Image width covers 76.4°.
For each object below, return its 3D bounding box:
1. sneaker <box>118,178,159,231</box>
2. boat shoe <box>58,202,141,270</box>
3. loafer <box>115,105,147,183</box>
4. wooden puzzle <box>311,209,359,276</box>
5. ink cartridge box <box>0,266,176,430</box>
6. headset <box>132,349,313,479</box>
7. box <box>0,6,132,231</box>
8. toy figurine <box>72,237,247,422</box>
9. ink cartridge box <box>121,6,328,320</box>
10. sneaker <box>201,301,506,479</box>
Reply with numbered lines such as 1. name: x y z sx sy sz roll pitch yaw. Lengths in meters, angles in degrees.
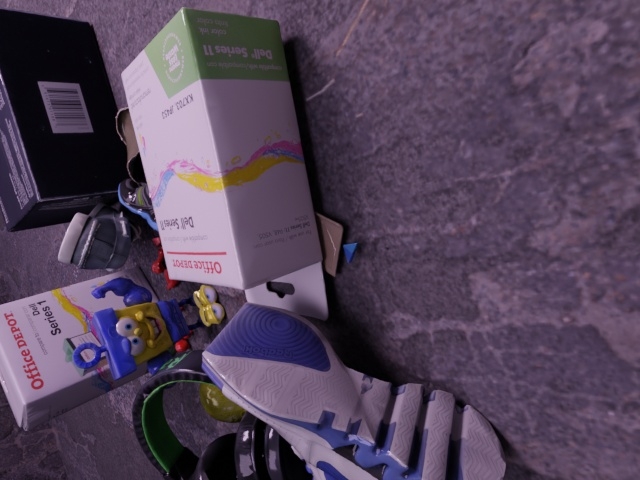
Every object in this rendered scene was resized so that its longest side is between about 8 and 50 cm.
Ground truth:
1. sneaker: -0.293 -0.073 0.722 0.188 0.067 0.078 28 99 36
2. boat shoe: -0.395 -0.001 0.764 0.319 0.099 0.116 16 87 70
3. loafer: -0.267 -0.143 0.648 0.251 0.088 0.094 41 127 26
4. wooden puzzle: 0.000 0.000 0.497 0.116 0.014 0.078 36 130 35
5. ink cartridge box: -0.455 0.193 0.794 0.201 0.278 0.117 51 131 19
6. headset: -0.091 0.326 0.541 0.394 0.185 0.243 41 116 -4
7. box: -0.565 -0.221 0.836 0.313 0.179 0.342 -12 95 43
8. toy figurine: -0.291 0.185 0.683 0.191 0.217 0.362 -29 82 44
9. ink cartridge box: -0.121 -0.059 0.509 0.207 0.119 0.352 -2 102 49
10. sneaker: 0.008 0.217 0.449 0.316 0.127 0.182 25 125 14
